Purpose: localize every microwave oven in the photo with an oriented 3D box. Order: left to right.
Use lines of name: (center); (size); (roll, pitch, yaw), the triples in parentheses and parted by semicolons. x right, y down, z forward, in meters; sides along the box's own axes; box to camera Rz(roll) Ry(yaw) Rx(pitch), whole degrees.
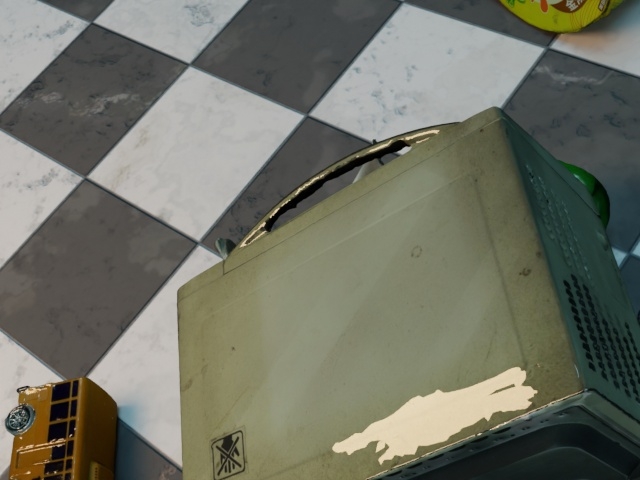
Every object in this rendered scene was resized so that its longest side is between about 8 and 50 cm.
microwave oven: (0.086, 0.116, 0.838); (0.394, 0.247, 0.333); (-29, 51, 27)

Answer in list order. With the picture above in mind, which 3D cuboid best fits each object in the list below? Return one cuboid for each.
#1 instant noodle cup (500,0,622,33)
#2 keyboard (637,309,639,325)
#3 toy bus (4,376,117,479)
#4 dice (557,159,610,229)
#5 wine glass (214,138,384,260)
instant noodle cup: (0.363, -0.463, 1.186); (0.221, 0.311, 0.311); (-33, 54, -16)
keyboard: (0.351, 0.177, 0.916); (0.072, 0.023, 0.231); (10, 61, 21)
toy bus: (-0.298, 0.270, 1.018); (0.114, 0.098, 0.201); (-13, 53, 10)
dice: (0.250, -0.011, 1.006); (0.120, 0.131, 0.128); (20, 67, 30)
wine glass: (0.000, 0.000, 1.077); (0.232, 0.156, 0.156); (-26, 54, 6)
